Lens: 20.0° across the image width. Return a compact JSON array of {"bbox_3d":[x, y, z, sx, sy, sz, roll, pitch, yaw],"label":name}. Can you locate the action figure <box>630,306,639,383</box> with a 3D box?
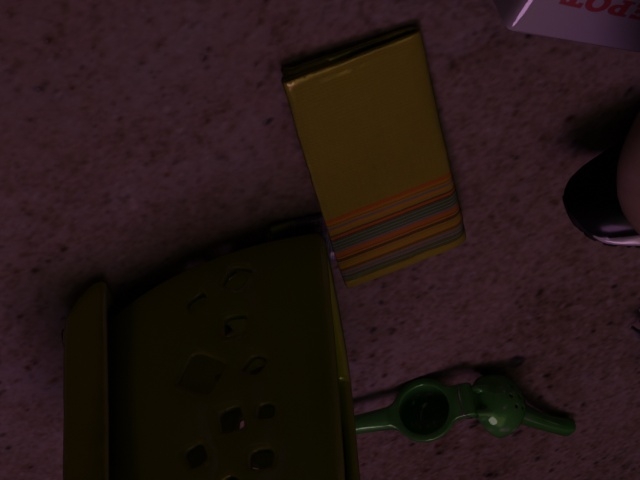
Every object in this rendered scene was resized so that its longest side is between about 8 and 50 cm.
[{"bbox_3d":[0.392,0.068,1.557,0.285,0.099,0.185,-35,150,30],"label":"action figure"}]

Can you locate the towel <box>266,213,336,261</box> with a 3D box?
[{"bbox_3d":[0.000,0.000,1.376,0.083,0.009,0.060,-8,145,-12],"label":"towel"}]

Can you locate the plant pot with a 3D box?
[{"bbox_3d":[-0.079,0.153,1.370,0.207,0.228,0.227,-7,146,2],"label":"plant pot"}]

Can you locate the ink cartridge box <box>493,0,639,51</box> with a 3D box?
[{"bbox_3d":[0.248,-0.251,1.032,0.223,0.129,0.307,5,139,-30],"label":"ink cartridge box"}]

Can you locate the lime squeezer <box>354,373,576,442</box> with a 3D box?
[{"bbox_3d":[0.108,0.152,1.605,0.310,0.059,0.110,-2,172,-23],"label":"lime squeezer"}]

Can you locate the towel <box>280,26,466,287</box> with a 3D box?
[{"bbox_3d":[0.042,-0.057,1.301,0.102,0.021,0.237,-22,141,-3],"label":"towel"}]

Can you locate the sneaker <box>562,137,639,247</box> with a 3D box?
[{"bbox_3d":[0.301,-0.098,1.311,0.283,0.107,0.124,-22,132,-1],"label":"sneaker"}]

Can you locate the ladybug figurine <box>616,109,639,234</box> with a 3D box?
[{"bbox_3d":[0.369,-0.075,1.097,0.449,0.162,0.305,-16,152,-40],"label":"ladybug figurine"}]
